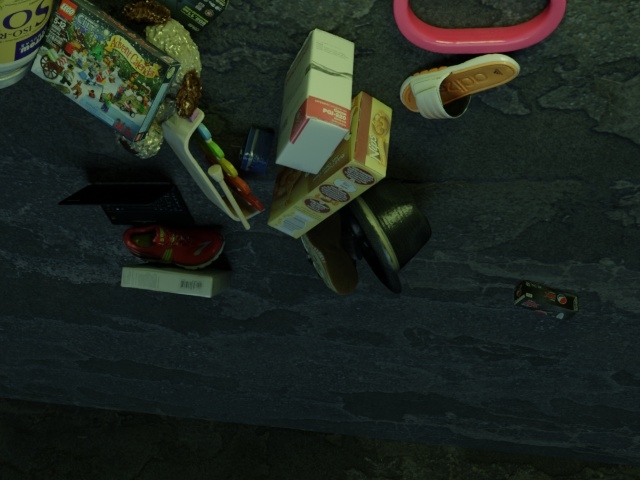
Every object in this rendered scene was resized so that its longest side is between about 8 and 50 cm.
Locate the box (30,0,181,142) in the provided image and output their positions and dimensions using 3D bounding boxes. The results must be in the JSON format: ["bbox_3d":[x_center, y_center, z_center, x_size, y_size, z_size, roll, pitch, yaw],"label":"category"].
[{"bbox_3d":[-0.378,-0.303,1.385,0.233,0.044,0.159,35,114,6],"label":"box"}]

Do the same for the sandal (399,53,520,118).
[{"bbox_3d":[0.250,-0.279,1.497,0.102,0.076,0.265,30,153,-34],"label":"sandal"}]

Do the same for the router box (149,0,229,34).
[{"bbox_3d":[-0.241,-0.439,1.426,0.122,0.038,0.092,30,142,-30],"label":"router box"}]

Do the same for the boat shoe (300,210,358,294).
[{"bbox_3d":[0.000,0.000,1.916,0.089,0.105,0.285,8,120,61],"label":"boat shoe"}]

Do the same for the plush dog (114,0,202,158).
[{"bbox_3d":[-0.302,-0.315,1.466,0.225,0.210,0.262,-21,101,50],"label":"plush dog"}]

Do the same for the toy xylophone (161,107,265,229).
[{"bbox_3d":[-0.222,-0.149,1.720,0.236,0.081,0.322,40,166,37],"label":"toy xylophone"}]

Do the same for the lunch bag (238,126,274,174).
[{"bbox_3d":[-0.143,-0.193,1.728,0.065,0.098,0.067,15,152,-6],"label":"lunch bag"}]

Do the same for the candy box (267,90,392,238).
[{"bbox_3d":[0.016,-0.152,1.676,0.087,0.183,0.316,26,143,-26],"label":"candy box"}]

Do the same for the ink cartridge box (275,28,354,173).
[{"bbox_3d":[-0.010,-0.259,1.486,0.092,0.218,0.158,14,147,-19],"label":"ink cartridge box"}]

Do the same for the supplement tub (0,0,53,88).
[{"bbox_3d":[-0.571,-0.433,1.324,0.241,0.241,0.331,18,146,-15],"label":"supplement tub"}]

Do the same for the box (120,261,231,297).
[{"bbox_3d":[-0.375,0.100,2.120,0.232,0.058,0.322,7,180,2],"label":"box"}]

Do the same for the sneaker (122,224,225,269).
[{"bbox_3d":[-0.390,0.008,2.071,0.279,0.107,0.118,-2,156,14],"label":"sneaker"}]

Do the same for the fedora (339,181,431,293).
[{"bbox_3d":[0.153,-0.039,1.792,0.152,0.334,0.334,-30,142,-3],"label":"fedora"}]

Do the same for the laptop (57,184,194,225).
[{"bbox_3d":[-0.472,-0.066,1.963,0.234,0.136,0.264,1,147,11],"label":"laptop"}]

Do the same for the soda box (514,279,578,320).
[{"bbox_3d":[0.613,0.164,2.151,0.169,0.053,0.060,17,146,-12],"label":"soda box"}]

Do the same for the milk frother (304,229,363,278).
[{"bbox_3d":[0.048,0.032,2.053,0.135,0.129,0.143,-5,-172,20],"label":"milk frother"}]

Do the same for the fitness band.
[{"bbox_3d":[0.268,-0.406,1.350,0.291,0.054,0.209,2,147,12],"label":"fitness band"}]
